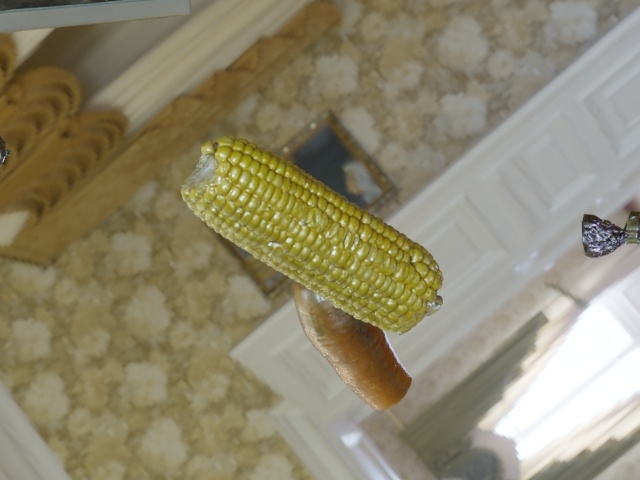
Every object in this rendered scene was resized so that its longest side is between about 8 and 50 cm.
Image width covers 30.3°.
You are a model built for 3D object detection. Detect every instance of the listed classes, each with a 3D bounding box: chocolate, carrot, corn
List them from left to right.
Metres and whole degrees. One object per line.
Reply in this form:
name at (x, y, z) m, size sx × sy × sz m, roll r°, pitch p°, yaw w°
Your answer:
corn at (0.000, 0.000, 0.894) m, size 0.238 × 0.080 × 0.080 m, roll 29°, pitch -166°, yaw -25°
carrot at (0.035, 0.113, 1.338) m, size 0.193 × 0.087 × 0.087 m, roll 62°, pitch 179°, yaw -27°
chocolate at (0.437, -0.015, 1.640) m, size 0.072 × 0.147 × 0.070 m, roll -65°, pitch -39°, yaw -64°

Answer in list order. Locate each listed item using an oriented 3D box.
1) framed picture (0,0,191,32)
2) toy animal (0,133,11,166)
framed picture at (-0.222, -0.328, 0.927) m, size 0.020 × 0.240 × 0.324 m, roll 13°, pitch 110°, yaw 53°
toy animal at (-0.357, -0.107, 1.225) m, size 0.065 × 0.047 × 0.136 m, roll 14°, pitch -152°, yaw -34°
